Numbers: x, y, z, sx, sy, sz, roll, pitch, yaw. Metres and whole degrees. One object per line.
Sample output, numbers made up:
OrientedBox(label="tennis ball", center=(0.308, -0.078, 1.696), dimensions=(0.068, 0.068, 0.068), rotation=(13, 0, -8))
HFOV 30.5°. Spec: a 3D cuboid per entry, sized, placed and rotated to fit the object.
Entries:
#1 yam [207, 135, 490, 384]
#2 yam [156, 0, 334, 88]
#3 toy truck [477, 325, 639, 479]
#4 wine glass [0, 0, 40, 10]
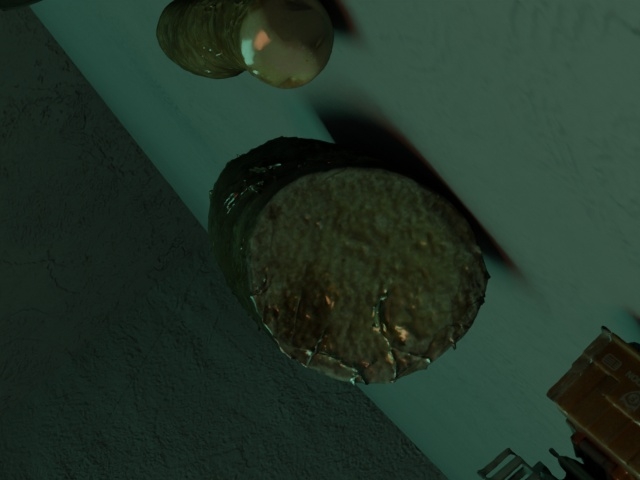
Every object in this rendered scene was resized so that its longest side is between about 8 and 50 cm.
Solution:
OrientedBox(label="yam", center=(0.000, 0.000, 0.817), dimensions=(0.154, 0.154, 0.254), rotation=(52, 176, -20))
OrientedBox(label="yam", center=(-0.056, -0.135, 0.767), dimensions=(0.066, 0.066, 0.299), rotation=(51, 173, -17))
OrientedBox(label="toy truck", center=(0.171, 0.143, 0.632), dimensions=(0.080, 0.115, 0.178), rotation=(42, 171, 46))
OrientedBox(label="wine glass", center=(-0.234, -0.253, 0.774), dimensions=(0.190, 0.190, 0.357), rotation=(52, 177, -24))
